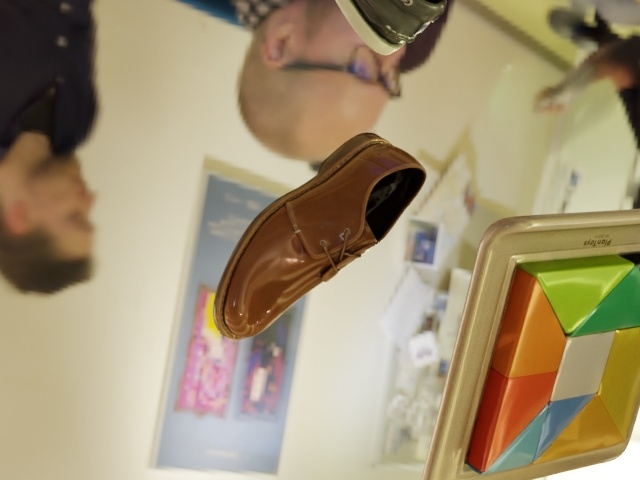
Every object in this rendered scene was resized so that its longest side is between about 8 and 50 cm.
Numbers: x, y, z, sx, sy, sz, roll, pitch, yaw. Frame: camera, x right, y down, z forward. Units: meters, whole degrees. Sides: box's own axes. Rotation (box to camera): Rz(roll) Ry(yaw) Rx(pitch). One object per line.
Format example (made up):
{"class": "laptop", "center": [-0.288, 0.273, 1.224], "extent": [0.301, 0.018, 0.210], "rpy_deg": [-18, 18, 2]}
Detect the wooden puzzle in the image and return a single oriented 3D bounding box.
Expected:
{"class": "wooden puzzle", "center": [0.180, 0.086, 0.920], "extent": [0.220, 0.239, 0.044], "rpy_deg": [-4, -151, -37]}

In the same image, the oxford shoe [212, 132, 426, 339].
{"class": "oxford shoe", "center": [0.000, 0.000, 1.002], "extent": [0.076, 0.212, 0.076], "rpy_deg": [29, 161, 47]}

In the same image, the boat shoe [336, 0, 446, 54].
{"class": "boat shoe", "center": [0.031, -0.378, 1.474], "extent": [0.113, 0.340, 0.127], "rpy_deg": [-21, -161, 38]}
